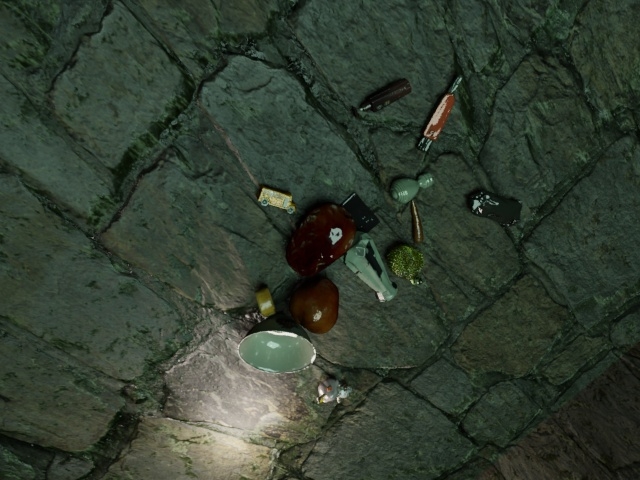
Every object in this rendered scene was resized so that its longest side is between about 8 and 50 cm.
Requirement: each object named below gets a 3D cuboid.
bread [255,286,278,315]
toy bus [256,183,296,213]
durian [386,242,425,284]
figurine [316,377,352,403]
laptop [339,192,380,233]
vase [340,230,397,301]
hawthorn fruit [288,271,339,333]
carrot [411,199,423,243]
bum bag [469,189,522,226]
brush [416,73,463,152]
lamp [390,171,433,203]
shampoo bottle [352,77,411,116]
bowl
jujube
[{"bbox_3d":[-0.229,0.259,1.857,0.073,0.149,0.122,-19,76,-7],"label":"bread"},{"bbox_3d":[-0.166,-0.164,1.707,0.162,0.070,0.074,16,107,-22],"label":"toy bus"},{"bbox_3d":[0.384,0.097,1.960,0.198,0.146,0.159,33,74,-34],"label":"durian"},{"bbox_3d":[0.066,0.753,2.195,0.228,0.112,0.137,17,117,-37],"label":"figurine"},{"bbox_3d":[0.154,-0.098,1.867,0.135,0.016,0.197,-42,119,7],"label":"laptop"},{"bbox_3d":[0.215,0.120,1.914,0.165,0.165,0.360,-37,123,2],"label":"vase"},{"bbox_3d":[-0.013,0.260,1.884,0.224,0.224,0.261,36,75,-28],"label":"hawthorn fruit"},{"bbox_3d":[0.427,-0.084,1.946,0.048,0.048,0.217,-17,114,-9],"label":"carrot"},{"bbox_3d":[0.809,-0.156,2.011,0.325,0.080,0.142,15,117,-26],"label":"bum bag"},{"bbox_3d":[0.481,-0.510,1.757,0.070,0.051,0.324,21,110,-18],"label":"brush"},{"bbox_3d":[0.382,-0.224,1.835,0.192,0.106,0.106,-23,119,-16],"label":"lamp"},{"bbox_3d":[0.229,-0.537,1.653,0.236,0.067,0.068,-29,128,-2],"label":"shampoo bottle"},{"bbox_3d":[-0.183,0.427,1.905,0.336,0.158,0.338,1,135,1],"label":"bowl"},{"bbox_3d":[0.000,0.000,1.755,0.223,0.223,0.318,33,110,-27],"label":"jujube"}]
